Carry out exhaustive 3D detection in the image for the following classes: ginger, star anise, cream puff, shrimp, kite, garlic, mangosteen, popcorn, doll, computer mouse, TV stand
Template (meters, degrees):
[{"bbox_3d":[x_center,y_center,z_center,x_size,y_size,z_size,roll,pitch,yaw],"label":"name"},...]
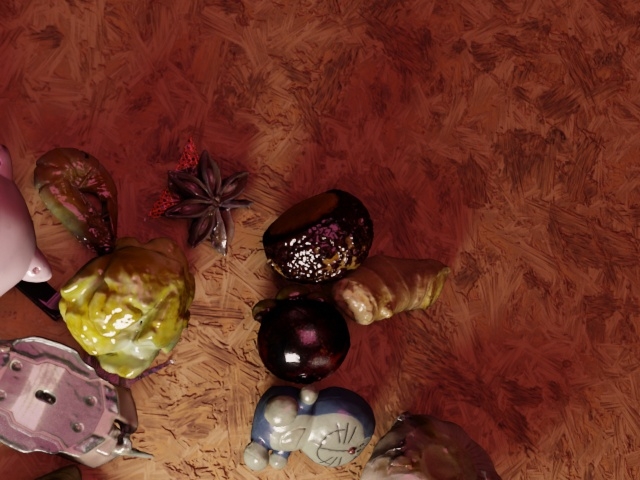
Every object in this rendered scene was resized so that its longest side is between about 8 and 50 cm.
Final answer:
[{"bbox_3d":[0.163,0.101,1.723,0.354,0.190,0.126,-1,121,-36],"label":"ginger"},{"bbox_3d":[-0.244,-0.085,1.630,0.197,0.073,0.212,35,69,-23],"label":"star anise"},{"bbox_3d":[0.000,0.000,1.635,0.239,0.239,0.165,-37,111,-24],"label":"cream puff"},{"bbox_3d":[-0.465,-0.067,1.553,0.145,0.061,0.267,-34,92,-33],"label":"shrimp"},{"bbox_3d":[-0.398,0.265,1.542,0.229,0.016,0.127,-22,92,-21],"label":"kite"},{"bbox_3d":[-0.275,-0.110,1.666,0.125,0.008,0.222,29,71,-18],"label":"kite"},{"bbox_3d":[0.241,0.524,1.632,0.322,0.241,0.322,2,74,-8],"label":"garlic"},{"bbox_3d":[-0.037,0.197,1.605,0.210,0.210,0.209,4,79,-22],"label":"mangosteen"},{"bbox_3d":[-0.346,0.109,1.460,0.276,0.276,0.225,-35,110,-24],"label":"popcorn"},{"bbox_3d":[-0.014,0.387,1.599,0.258,0.154,0.228,16,117,-13],"label":"doll"},{"bbox_3d":[-0.484,0.310,1.444,0.389,0.115,0.199,31,69,-17],"label":"computer mouse"},{"bbox_3d":[-0.589,0.053,1.486,0.256,0.040,0.049,44,67,-9],"label":"TV stand"}]

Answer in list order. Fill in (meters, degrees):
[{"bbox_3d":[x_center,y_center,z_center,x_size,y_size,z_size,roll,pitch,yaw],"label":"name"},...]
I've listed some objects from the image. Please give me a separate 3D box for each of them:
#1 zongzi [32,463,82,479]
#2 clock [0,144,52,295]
[{"bbox_3d":[-0.531,0.582,1.379,0.300,0.145,0.273,-23,95,-8],"label":"zongzi"},{"bbox_3d":[-0.678,0.011,1.301,0.377,0.250,0.368,-19,104,-16],"label":"clock"}]
